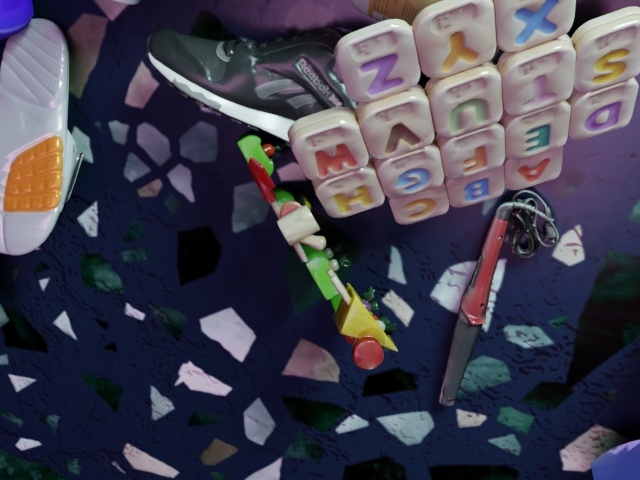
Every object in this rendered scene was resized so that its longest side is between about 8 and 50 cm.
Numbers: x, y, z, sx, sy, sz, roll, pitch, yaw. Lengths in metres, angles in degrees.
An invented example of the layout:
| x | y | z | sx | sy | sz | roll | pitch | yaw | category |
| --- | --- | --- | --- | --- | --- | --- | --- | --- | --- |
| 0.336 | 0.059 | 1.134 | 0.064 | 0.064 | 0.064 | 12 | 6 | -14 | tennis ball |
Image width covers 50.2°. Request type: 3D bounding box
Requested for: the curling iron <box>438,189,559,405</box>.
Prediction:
| x | y | z | sx | sy | sz | roll | pitch | yaw | category |
| --- | --- | --- | --- | --- | --- | --- | --- | --- | --- |
| 0.179 | 0.074 | 0.733 | 0.068 | 0.035 | 0.274 | 21 | 116 | 7 | curling iron |

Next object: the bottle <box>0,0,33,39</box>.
| x | y | z | sx | sy | sz | roll | pitch | yaw | category |
| --- | --- | --- | --- | --- | --- | --- | --- | --- | --- |
| -0.451 | -0.239 | 0.737 | 0.282 | 0.118 | 0.092 | -5 | 111 | 24 | bottle |

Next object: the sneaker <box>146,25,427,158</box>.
| x | y | z | sx | sy | sz | roll | pitch | yaw | category |
| --- | --- | --- | --- | --- | --- | --- | --- | --- | --- |
| -0.024 | -0.164 | 0.668 | 0.283 | 0.107 | 0.124 | 25 | 107 | -3 | sneaker |

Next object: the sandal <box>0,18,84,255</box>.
| x | y | z | sx | sy | sz | roll | pitch | yaw | category |
| --- | --- | --- | --- | --- | --- | --- | --- | --- | --- |
| -0.317 | -0.113 | 0.783 | 0.101 | 0.076 | 0.266 | 12 | 93 | 10 | sandal |

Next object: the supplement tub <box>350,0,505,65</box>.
| x | y | z | sx | sy | sz | roll | pitch | yaw | category |
| --- | --- | --- | --- | --- | --- | --- | --- | --- | --- |
| 0.109 | -0.236 | 0.563 | 0.199 | 0.144 | 0.144 | 26 | 117 | 4 | supplement tub |

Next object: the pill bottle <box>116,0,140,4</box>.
| x | y | z | sx | sy | sz | roll | pitch | yaw | category |
| --- | --- | --- | --- | --- | --- | --- | --- | --- | --- |
| -0.163 | -0.319 | 0.630 | 0.103 | 0.103 | 0.184 | 36 | 117 | -1 | pill bottle |

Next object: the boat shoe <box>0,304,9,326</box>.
| x | y | z | sx | sy | sz | roll | pitch | yaw | category |
| --- | --- | --- | --- | --- | --- | --- | --- | --- | --- |
| -0.471 | -0.022 | 0.866 | 0.099 | 0.116 | 0.320 | -11 | 106 | -26 | boat shoe |

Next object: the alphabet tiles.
| x | y | z | sx | sy | sz | roll | pitch | yaw | category |
| --- | --- | --- | --- | --- | --- | --- | --- | --- | --- |
| 0.123 | -0.095 | 0.566 | 0.283 | 0.278 | 0.021 | -18 | 62 | 7 | alphabet tiles |

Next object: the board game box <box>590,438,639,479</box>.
| x | y | z | sx | sy | sz | roll | pitch | yaw | category |
| --- | --- | --- | --- | --- | --- | --- | --- | --- | --- |
| 0.377 | 0.273 | 0.762 | 0.133 | 0.033 | 0.169 | -12 | 115 | 17 | board game box |

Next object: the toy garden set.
| x | y | z | sx | sy | sz | roll | pitch | yaw | category |
| --- | --- | --- | --- | --- | --- | --- | --- | --- | --- |
| 0.000 | 0.000 | 0.670 | 0.049 | 0.204 | 0.244 | -29 | 103 | 1 | toy garden set |
